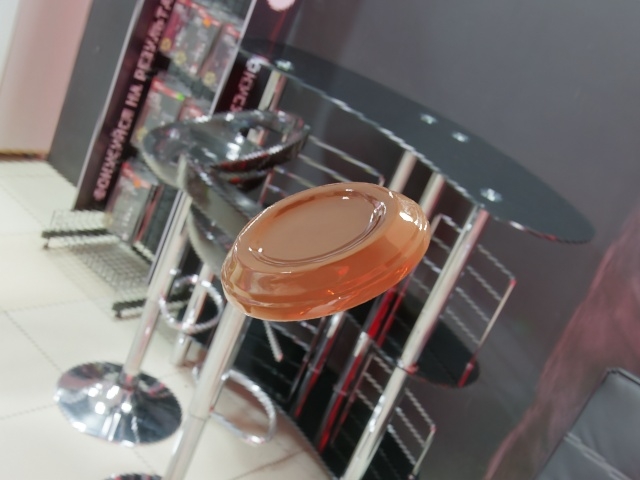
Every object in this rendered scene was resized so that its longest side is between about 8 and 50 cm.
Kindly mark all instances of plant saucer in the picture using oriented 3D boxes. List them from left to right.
[{"bbox_3d":[0.000,0.000,0.790,0.200,0.037,0.200,-15,28,8],"label":"plant saucer"}]
